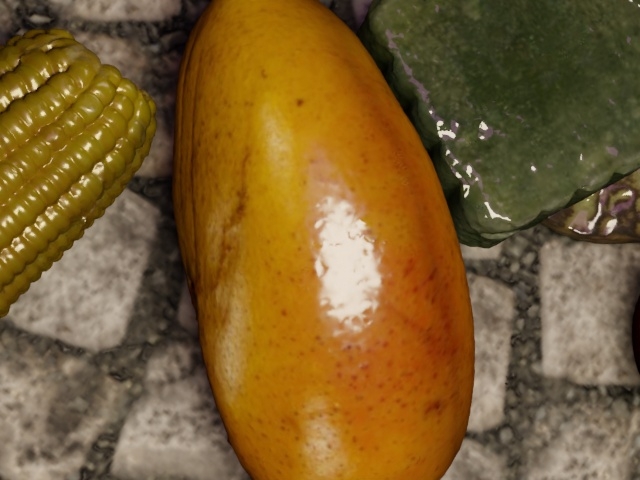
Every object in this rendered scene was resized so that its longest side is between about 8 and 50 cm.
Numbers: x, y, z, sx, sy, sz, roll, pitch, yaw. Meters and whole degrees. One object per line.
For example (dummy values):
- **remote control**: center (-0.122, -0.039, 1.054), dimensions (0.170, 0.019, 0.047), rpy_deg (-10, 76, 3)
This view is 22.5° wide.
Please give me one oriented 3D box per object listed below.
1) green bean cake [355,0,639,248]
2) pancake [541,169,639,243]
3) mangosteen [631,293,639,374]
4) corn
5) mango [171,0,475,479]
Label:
- **green bean cake**: center (0.136, -0.107, 1.086), dimensions (0.185, 0.094, 0.183), rpy_deg (-28, 84, -13)
- **pancake**: center (0.223, -0.135, 1.172), dimensions (0.286, 0.033, 0.288), rpy_deg (16, 78, -6)
- **mangosteen**: center (0.302, 0.051, 1.094), dimensions (0.199, 0.200, 0.200), rpy_deg (2, 81, -10)
- **corn**: center (-0.247, 0.014, 1.011), dimensions (0.131, 0.131, 0.344), rpy_deg (40, 77, -2)
- **mango**: center (0.000, 0.000, 1.028), dimensions (0.201, 0.199, 0.350), rpy_deg (-18, 99, -55)
